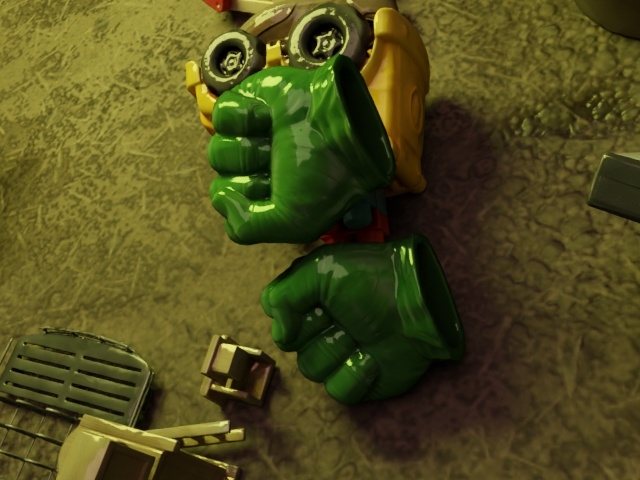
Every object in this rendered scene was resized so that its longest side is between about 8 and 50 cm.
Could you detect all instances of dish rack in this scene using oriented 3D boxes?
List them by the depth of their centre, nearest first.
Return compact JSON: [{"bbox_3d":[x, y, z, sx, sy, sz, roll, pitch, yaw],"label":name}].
[{"bbox_3d":[-0.273,0.204,0.651,0.208,0.074,0.271,7,65,25],"label":"dish rack"}]

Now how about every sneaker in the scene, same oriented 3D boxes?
[{"bbox_3d":[-0.007,-0.221,0.784,0.188,0.066,0.071,-16,58,15],"label":"sneaker"}]

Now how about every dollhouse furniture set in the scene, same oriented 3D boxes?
[{"bbox_3d":[-0.136,0.128,0.569,0.101,0.182,0.161,7,66,26],"label":"dollhouse furniture set"}]

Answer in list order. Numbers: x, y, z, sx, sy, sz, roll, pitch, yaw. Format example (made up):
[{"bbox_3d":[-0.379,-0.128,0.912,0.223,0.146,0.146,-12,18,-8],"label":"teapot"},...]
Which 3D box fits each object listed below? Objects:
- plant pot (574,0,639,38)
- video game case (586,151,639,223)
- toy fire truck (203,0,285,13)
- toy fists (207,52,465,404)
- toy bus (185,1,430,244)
[{"bbox_3d":[0.296,-0.332,0.591,0.323,0.280,0.323,-10,60,18],"label":"plant pot"},{"bbox_3d":[0.331,-0.001,0.422,0.275,0.248,0.035,25,111,34],"label":"video game case"},{"bbox_3d":[-0.045,-0.310,0.836,0.192,0.135,0.047,27,32,13],"label":"toy fire truck"},{"bbox_3d":[0.000,0.000,0.571,0.142,0.096,0.279,-21,98,26],"label":"toy fists"},{"bbox_3d":[-0.008,-0.085,0.677,0.220,0.149,0.211,-7,76,22],"label":"toy bus"}]
